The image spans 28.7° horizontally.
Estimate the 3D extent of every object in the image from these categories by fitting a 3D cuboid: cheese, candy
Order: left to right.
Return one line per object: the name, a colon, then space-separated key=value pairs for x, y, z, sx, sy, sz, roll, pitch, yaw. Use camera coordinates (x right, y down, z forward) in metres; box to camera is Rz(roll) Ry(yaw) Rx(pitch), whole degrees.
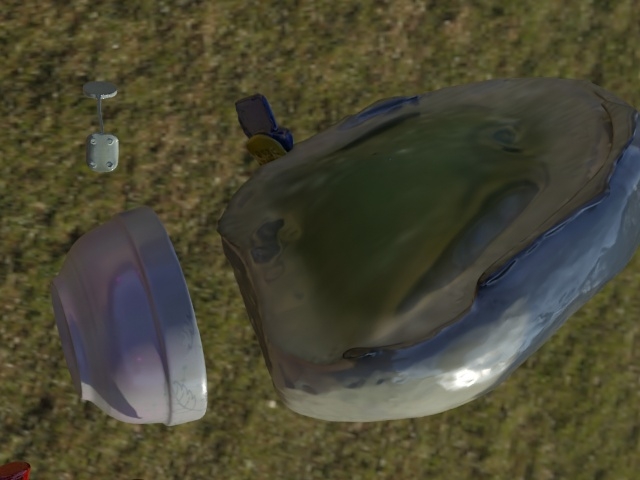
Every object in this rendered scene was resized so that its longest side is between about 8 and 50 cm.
cheese: x=-0.035 y=-0.050 z=1.439 sx=0.064 sy=0.156 sz=0.250 roll=-28 pitch=103 yaw=-28
candy: x=0.115 y=-0.003 z=1.128 sx=0.427 sy=0.386 sz=0.186 roll=-35 pitch=122 yaw=-12

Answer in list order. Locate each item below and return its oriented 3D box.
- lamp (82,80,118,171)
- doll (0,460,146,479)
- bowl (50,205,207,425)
lamp: x=-0.317 y=-0.171 z=1.804 sx=0.050 sy=0.198 sz=0.056 roll=-2 pitch=123 yaw=-9
doll: x=-0.233 y=0.400 z=1.168 sx=0.099 sy=0.188 sz=0.384 roll=-31 pitch=121 yaw=-68
bowl: x=-0.256 y=0.108 z=1.596 sx=0.144 sy=0.287 sz=0.287 roll=-14 pitch=105 yaw=-17
